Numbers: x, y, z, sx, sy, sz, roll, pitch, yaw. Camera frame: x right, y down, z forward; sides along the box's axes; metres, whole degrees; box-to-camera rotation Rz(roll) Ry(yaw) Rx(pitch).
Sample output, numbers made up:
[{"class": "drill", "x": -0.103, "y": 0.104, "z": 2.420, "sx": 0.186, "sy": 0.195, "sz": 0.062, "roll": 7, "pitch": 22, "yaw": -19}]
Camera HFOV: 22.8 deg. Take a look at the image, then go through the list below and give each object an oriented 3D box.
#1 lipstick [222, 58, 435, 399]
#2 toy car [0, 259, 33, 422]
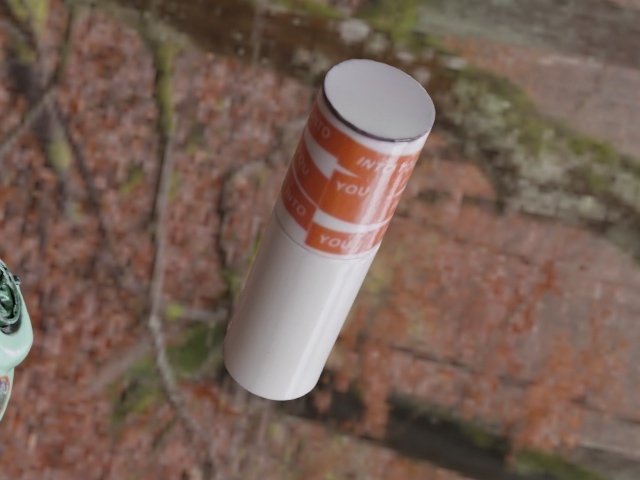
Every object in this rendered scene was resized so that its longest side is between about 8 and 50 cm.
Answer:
[{"class": "lipstick", "x": 0.000, "y": 0.000, "z": 0.538, "sx": 0.038, "sy": 0.038, "sz": 0.131, "roll": -79, "pitch": -171, "yaw": -47}, {"class": "toy car", "x": -0.279, "y": 0.099, "z": 1.005, "sx": 0.306, "sy": 0.136, "sz": 0.125, "roll": -50, "pitch": 119, "yaw": -76}]
